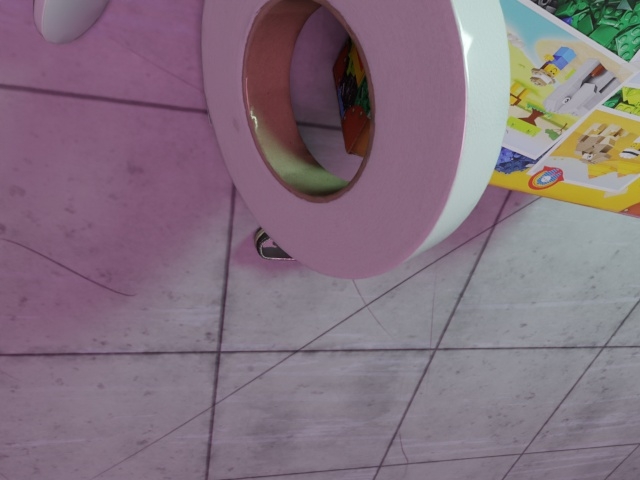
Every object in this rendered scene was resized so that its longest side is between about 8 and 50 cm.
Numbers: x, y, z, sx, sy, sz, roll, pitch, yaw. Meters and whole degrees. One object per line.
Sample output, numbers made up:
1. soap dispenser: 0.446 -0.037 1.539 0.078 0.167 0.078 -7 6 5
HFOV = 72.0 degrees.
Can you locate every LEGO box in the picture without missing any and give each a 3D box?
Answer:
1. LEGO box: 0.316 -0.244 0.516 0.500 0.193 0.372 8 142 -18

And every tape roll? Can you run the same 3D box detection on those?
1. tape roll: 0.000 -0.148 0.470 0.072 0.392 0.392 -24 133 -35

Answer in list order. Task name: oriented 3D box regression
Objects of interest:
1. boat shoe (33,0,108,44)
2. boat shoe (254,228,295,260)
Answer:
1. boat shoe: -0.266 -0.322 0.472 0.070 0.078 0.219 40 116 4
2. boat shoe: 0.001 0.001 0.751 0.223 0.073 0.080 -7 125 -8
